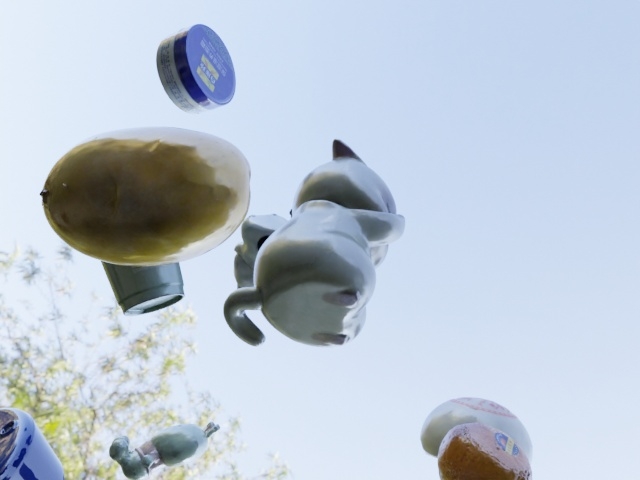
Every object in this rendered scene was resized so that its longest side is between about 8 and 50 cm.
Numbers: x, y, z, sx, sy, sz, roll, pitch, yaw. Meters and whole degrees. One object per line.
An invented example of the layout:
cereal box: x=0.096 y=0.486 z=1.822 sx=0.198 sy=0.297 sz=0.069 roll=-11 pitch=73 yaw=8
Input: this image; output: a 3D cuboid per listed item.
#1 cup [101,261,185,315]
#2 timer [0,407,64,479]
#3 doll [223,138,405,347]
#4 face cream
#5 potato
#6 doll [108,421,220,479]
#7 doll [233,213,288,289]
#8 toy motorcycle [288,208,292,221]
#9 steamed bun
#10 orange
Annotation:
cup: x=-0.223 y=0.016 z=0.843 sx=0.120 sy=0.120 sz=0.141 roll=-37 pitch=-109 yaw=44
timer: x=-0.489 y=0.498 z=1.116 sx=0.270 sy=0.270 sz=0.383 roll=2 pitch=-51 yaw=46
doll: x=0.018 y=0.016 z=1.142 sx=0.226 sy=0.370 sz=0.214 roll=15 pitch=-43 yaw=21
face cream: x=-0.309 y=-0.420 z=1.677 sx=0.111 sy=0.206 sz=0.205 roll=-13 pitch=-92 yaw=27
potato: x=-0.181 y=-0.046 z=0.699 sx=0.234 sy=0.146 sz=0.150 roll=-4 pitch=-102 yaw=28
doll: x=-0.386 y=0.526 z=1.695 sx=0.155 sy=0.275 sz=0.113 roll=151 pitch=-69 yaw=-65
doll: x=-0.122 y=0.028 z=1.395 sx=0.107 sy=0.110 sz=0.180 roll=51 pitch=-48 yaw=33
toy motorcycle: x=0.013 y=0.004 z=1.628 sx=0.198 sy=0.297 sz=0.109 roll=62 pitch=-4 yaw=13
steamed bun: x=0.329 y=0.403 z=1.419 sx=0.232 sy=0.232 sz=0.145 roll=0 pitch=-111 yaw=46
orange: x=0.228 y=0.323 z=0.959 sx=0.135 sy=0.136 sz=0.117 roll=50 pitch=-59 yaw=28
